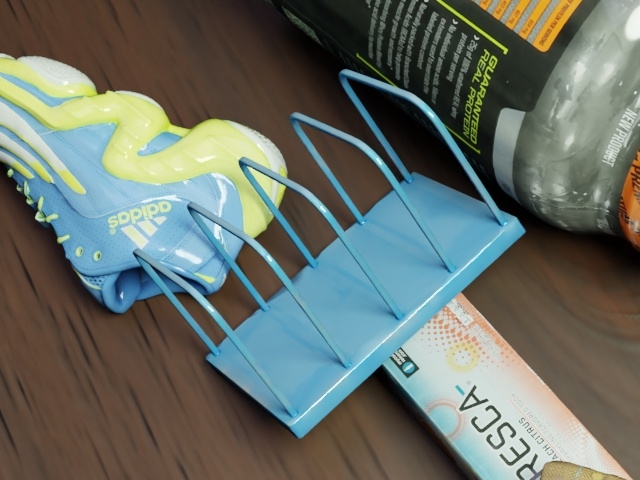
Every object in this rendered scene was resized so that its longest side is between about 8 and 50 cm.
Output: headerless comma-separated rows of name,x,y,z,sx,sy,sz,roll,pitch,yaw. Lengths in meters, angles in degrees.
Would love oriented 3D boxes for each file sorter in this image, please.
file sorter,0.000,0.000,0.943,0.170,0.104,0.118,-41,29,-11

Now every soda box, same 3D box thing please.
soda box,0.111,0.116,0.915,0.063,0.058,0.183,-37,62,-7

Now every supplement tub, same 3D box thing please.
supplement tub,0.121,-0.144,0.955,0.207,0.207,0.338,-43,63,-10

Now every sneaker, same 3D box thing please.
sneaker,-0.147,-0.032,1.024,0.240,0.091,0.126,14,68,17

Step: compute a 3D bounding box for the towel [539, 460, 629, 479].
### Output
towel,0.173,0.311,0.776,0.271,0.040,0.370,15,78,21
